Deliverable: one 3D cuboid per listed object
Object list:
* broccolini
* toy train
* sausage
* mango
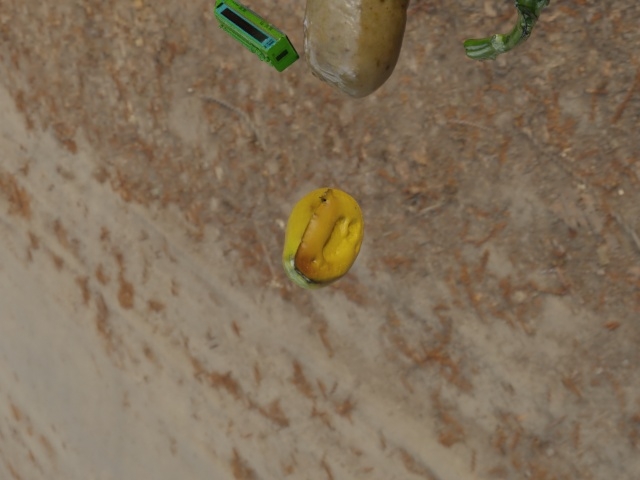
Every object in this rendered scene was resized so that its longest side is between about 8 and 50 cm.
[{"bbox_3d":[0.152,-0.234,0.920,0.123,0.062,0.271,46,170,6],"label":"broccolini"},{"bbox_3d":[-0.103,-0.292,1.363,0.209,0.042,0.044,43,171,46],"label":"toy train"},{"bbox_3d":[0.045,-0.408,1.081,0.123,0.136,0.500,27,121,54],"label":"sausage"},{"bbox_3d":[0.000,0.000,1.123,0.066,0.187,0.101,-15,112,26],"label":"mango"}]
